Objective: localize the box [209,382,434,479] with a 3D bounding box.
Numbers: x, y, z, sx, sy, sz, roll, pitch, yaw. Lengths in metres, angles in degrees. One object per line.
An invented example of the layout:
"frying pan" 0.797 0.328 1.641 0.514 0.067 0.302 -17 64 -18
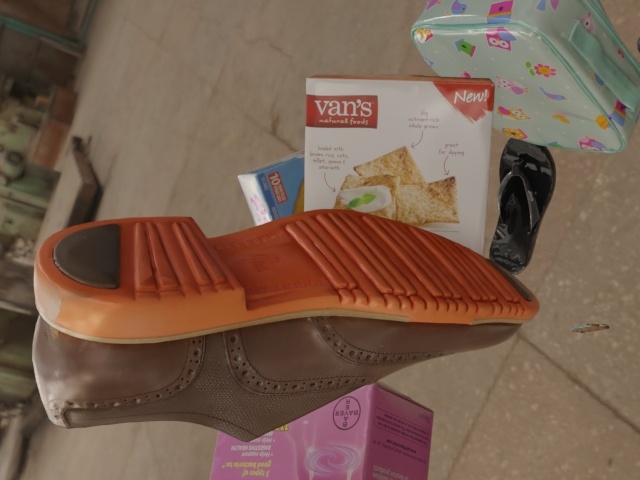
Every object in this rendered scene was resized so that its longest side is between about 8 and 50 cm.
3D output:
"box" -0.010 0.286 0.921 0.214 0.117 0.242 -10 61 38

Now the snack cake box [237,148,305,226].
"snack cake box" 0.000 0.000 1.279 0.089 0.152 0.264 8 119 67

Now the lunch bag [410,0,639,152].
"lunch bag" 0.267 -0.216 1.064 0.224 0.279 0.107 11 72 49

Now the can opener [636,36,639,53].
"can opener" 0.516 -0.222 1.002 0.281 0.093 0.074 -6 72 29

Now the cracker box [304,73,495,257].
"cracker box" 0.066 -0.026 0.759 0.067 0.156 0.232 -57 -31 -75

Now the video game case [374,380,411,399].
"video game case" 0.055 0.335 1.210 0.196 0.026 0.274 148 140 -83

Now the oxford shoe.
"oxford shoe" -0.015 0.061 0.612 0.130 0.364 0.132 -124 42 -54

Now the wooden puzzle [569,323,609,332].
"wooden puzzle" 0.487 0.158 1.579 0.083 0.049 0.006 -22 63 54

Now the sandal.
"sandal" 0.339 -0.055 1.480 0.097 0.054 0.254 16 116 32
